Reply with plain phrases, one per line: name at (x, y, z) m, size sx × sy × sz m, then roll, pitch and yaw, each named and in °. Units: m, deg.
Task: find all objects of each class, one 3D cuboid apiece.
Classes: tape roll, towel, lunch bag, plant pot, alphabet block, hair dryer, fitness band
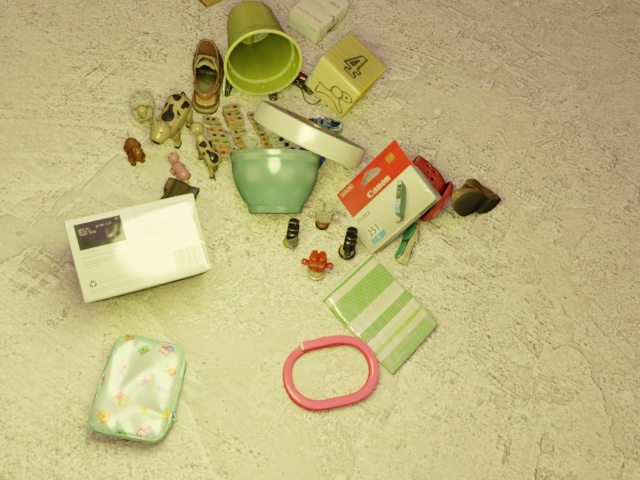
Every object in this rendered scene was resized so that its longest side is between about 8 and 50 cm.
tape roll at (-0.033, -0.357, 1.848) m, size 0.392 × 0.392 × 0.072 m, roll 27°, pitch 103°, yaw 3°
towel at (0.192, 0.228, 1.773) m, size 0.248 × 0.038 × 0.325 m, roll -40°, pitch 79°, yaw -24°
lunch bag at (-0.487, 0.411, 1.504) m, size 0.224 × 0.108 × 0.279 m, roll 15°, pitch 64°, yaw -10°
plant pot at (0.350, -0.172, 1.922) m, size 0.174 × 0.191 × 0.191 m, roll 37°, pitch 63°, yaw -2°
alphabet block at (0.093, -0.617, 2.063) m, size 0.197 × 0.192 × 0.193 m, roll 44°, pitch 65°, yaw -5°
plant pot at (-0.147, -0.182, 1.793) m, size 0.293 × 0.293 × 0.196 m, roll 1°, pitch 91°, yaw -11°
plant pot at (-0.227, -0.711, 1.974) m, size 0.276 × 0.276 × 0.253 m, roll -7°, pitch 57°, yaw -15°
hair dryer at (-0.122, -0.650, 2.138) m, size 0.224 × 0.080 × 0.293 m, roll -2°, pitch 72°, yaw -25°
fitness band at (0.032, 0.393, 1.648) m, size 0.291 × 0.054 × 0.208 m, roll -8°, pitch 66°, yaw -14°

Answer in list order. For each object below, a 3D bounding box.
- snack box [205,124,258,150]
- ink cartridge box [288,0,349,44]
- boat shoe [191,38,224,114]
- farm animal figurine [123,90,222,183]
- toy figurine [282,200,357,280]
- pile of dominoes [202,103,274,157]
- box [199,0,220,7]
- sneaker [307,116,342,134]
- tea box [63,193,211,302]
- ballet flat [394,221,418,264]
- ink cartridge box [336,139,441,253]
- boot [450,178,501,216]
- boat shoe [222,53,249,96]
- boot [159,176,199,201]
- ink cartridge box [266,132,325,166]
snack box at (-0.317, -0.359, 1.968) m, size 0.178 × 0.022 × 0.064 m, roll 17°, pitch 61°, yaw -3°
ink cartridge box at (-0.008, -0.936, 2.277) m, size 0.159 × 0.092 × 0.218 m, roll 35°, pitch 61°, yaw 7°
boat shoe at (-0.412, -0.619, 2.023) m, size 0.123 × 0.120 × 0.323 m, roll -1°, pitch 64°, yaw -12°
farm animal figurine at (-0.491, -0.367, 1.853) m, size 0.331 × 0.172 × 0.326 m, roll 5°, pitch 63°, yaw -9°
toy figurine at (0.000, 0.000, 1.792) m, size 0.213 × 0.148 × 0.209 m, roll -35°, pitch 69°, yaw -22°
pile of dominoes at (-0.293, -0.387, 1.937) m, size 0.196 × 0.040 × 0.251 m, roll -13°, pitch 53°, yaw -20°
box at (-0.445, -1.059, 2.291) m, size 0.201 × 0.021 × 0.164 m, roll -38°, pitch 76°, yaw -25°
sneaker at (0.014, -0.435, 2.051) m, size 0.144 × 0.059 × 0.053 m, roll 9°, pitch 64°, yaw -5°
tea box at (-0.502, 0.029, 1.545) m, size 0.329 × 0.323 × 0.219 m, roll -14°, pitch 89°, yaw -17°
ballet flat at (0.304, 0.013, 1.900) m, size 0.052 × 0.057 × 0.168 m, roll 41°, pitch 64°, yaw -21°
ink cartridge box at (0.207, -0.146, 1.832) m, size 0.261 × 0.296 × 0.066 m, roll 55°, pitch 27°, yaw 17°
boot at (0.522, -0.160, 1.944) m, size 0.305 × 0.112 × 0.115 m, roll -3°, pitch 51°, yaw -52°
boat shoe at (-0.314, -0.629, 2.069) m, size 0.079 × 0.084 × 0.233 m, roll 17°, pitch 59°, yaw -2°
boot at (-0.468, -0.103, 1.778) m, size 0.106 × 0.082 × 0.219 m, roll 13°, pitch 63°, yaw -3°
ink cartridge box at (-0.091, -0.316, 1.979) m, size 0.207 × 0.046 × 0.097 m, roll 30°, pitch 63°, yaw 4°
